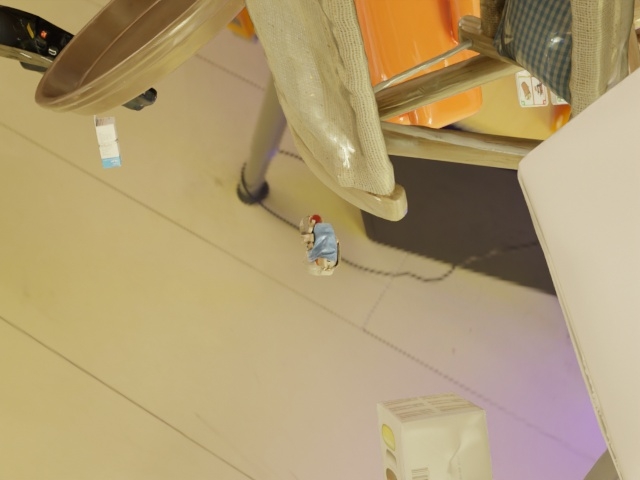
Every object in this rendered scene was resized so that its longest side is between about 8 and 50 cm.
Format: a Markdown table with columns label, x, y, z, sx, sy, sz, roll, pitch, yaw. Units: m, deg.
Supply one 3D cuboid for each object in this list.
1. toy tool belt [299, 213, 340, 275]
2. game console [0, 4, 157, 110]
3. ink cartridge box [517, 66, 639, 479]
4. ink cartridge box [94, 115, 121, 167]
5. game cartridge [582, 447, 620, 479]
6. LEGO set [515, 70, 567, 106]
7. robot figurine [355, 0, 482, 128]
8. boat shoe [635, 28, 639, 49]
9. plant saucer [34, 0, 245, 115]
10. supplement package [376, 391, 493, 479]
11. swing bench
| label | x | y | z | sx | sy | sz | roll | pitch | yaw |
| --- | --- | --- | --- | --- | --- | --- | --- | --- | --- |
| toy tool belt | 0.000 | 0.000 | 1.300 | 0.052 | 0.051 | 0.083 | -4 | 72 | -8 |
| game console | -0.331 | -0.220 | 1.251 | 0.213 | 0.361 | 0.044 | 16 | 88 | 21 |
| ink cartridge box | 0.257 | -0.012 | 0.335 | 0.306 | 0.226 | 0.131 | 5 | 59 | -32 |
| ink cartridge box | -0.322 | -0.157 | 1.586 | 0.028 | 0.048 | 0.083 | -9 | 113 | -6 |
| game cartridge | 0.472 | 0.435 | 1.544 | 0.068 | 0.355 | 0.230 | -14 | 53 | -27 |
| LEGO set | 0.283 | -0.290 | 1.322 | 0.182 | 0.060 | 0.244 | -10 | 92 | -35 |
| robot figurine | 0.072 | -0.203 | 0.871 | 0.128 | 0.158 | 0.219 | -10 | 109 | 10 |
| boat shoe | 0.285 | -0.204 | 1.018 | 0.285 | 0.089 | 0.104 | 28 | 118 | 40 |
| plant saucer | -0.147 | -0.207 | 0.964 | 0.278 | 0.041 | 0.278 | -30 | 28 | 18 |
| supplement package | 0.195 | 0.377 | 1.793 | 0.149 | 0.203 | 0.194 | -6 | 92 | -8 |
| swing bench | 0.070 | -0.148 | 0.540 | 0.255 | 0.253 | 0.165 | -6 | 52 | 11 |
